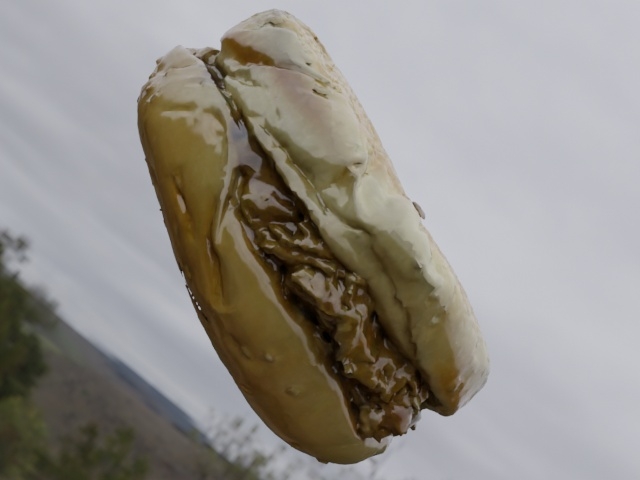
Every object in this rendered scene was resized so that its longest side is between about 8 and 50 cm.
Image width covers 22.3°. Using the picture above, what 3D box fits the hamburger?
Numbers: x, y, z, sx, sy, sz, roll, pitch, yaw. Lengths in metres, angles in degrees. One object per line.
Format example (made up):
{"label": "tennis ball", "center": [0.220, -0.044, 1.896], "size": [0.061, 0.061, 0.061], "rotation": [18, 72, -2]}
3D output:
{"label": "hamburger", "center": [-0.001, -0.001, 0.750], "size": [0.214, 0.108, 0.214], "rotation": [62, 8, -16]}
